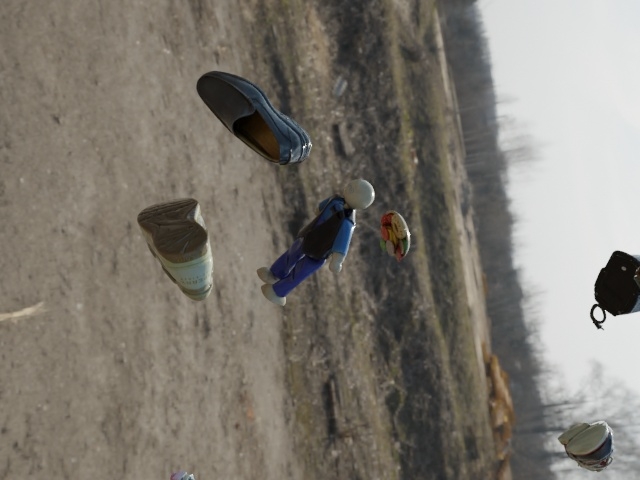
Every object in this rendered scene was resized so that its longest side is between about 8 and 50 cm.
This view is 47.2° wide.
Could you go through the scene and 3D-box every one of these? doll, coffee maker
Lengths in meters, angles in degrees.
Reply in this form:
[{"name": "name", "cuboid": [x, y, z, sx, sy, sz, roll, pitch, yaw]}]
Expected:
[{"name": "doll", "cuboid": [0.000, 0.000, 0.909, 0.046, 0.189, 0.129, 33, 20, -30]}, {"name": "coffee maker", "cuboid": [0.668, 0.095, 1.533, 0.171, 0.178, 0.120, -55, -135, 46]}]

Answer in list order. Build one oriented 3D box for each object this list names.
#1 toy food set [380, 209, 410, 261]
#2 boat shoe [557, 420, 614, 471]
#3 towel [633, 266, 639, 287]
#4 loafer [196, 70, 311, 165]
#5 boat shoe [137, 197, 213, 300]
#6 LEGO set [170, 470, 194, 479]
[{"name": "toy food set", "cuboid": [0.121, -0.008, 1.196, 0.083, 0.020, 0.082, -149, -131, -62]}, {"name": "boat shoe", "cuboid": [0.278, 0.215, 0.751, 0.043, 0.049, 0.137, 56, -1, 14]}, {"name": "towel", "cuboid": [0.544, 0.146, 0.779, 0.040, 0.272, 0.370, 94, -16, -44]}, {"name": "loafer", "cuboid": [-0.090, -0.152, 0.898, 0.062, 0.170, 0.061, -61, 166, 27]}, {"name": "boat shoe", "cuboid": [-0.227, 0.005, 1.165, 0.285, 0.105, 0.089, -125, -158, -64]}, {"name": "LEGO set", "cuboid": [-0.346, 0.570, 1.407, 0.287, 0.107, 0.132, -28, 108, -56]}]
